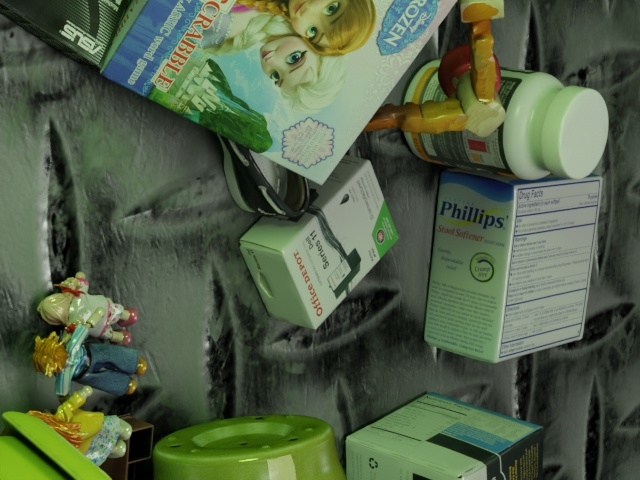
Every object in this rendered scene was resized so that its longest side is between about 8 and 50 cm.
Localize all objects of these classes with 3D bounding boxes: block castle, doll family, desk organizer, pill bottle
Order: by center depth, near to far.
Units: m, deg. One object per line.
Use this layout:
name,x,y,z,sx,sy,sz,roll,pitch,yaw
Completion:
doll family,-0.287,0.174,1.760,0.163,0.118,0.263,19,86,-51
block castle,0.080,-0.354,1.878,0.213,0.302,0.453,-96,-179,-60
desk organizer,-0.249,0.293,1.895,0.047,0.050,0.130,-7,106,-49
pill bottle,0.271,-0.176,2.196,0.162,0.278,0.162,-18,115,-45

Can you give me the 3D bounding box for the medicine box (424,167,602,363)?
medicine box,0.314,0.028,2.410,0.263,0.149,0.289,-8,106,-49

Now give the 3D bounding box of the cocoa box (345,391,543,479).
cocoa box,0.196,0.451,2.331,0.228,0.231,0.347,-21,117,-46

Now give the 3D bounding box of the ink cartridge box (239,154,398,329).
ink cartridge box,0.000,0.000,2.076,0.208,0.086,0.153,-47,132,-30

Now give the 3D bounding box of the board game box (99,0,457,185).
board game box,-0.044,-0.260,1.744,0.318,0.066,0.319,25,116,-24

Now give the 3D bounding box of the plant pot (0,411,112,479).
plant pot,-0.329,0.334,1.610,0.207,0.227,0.228,-31,128,-29

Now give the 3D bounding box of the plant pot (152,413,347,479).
plant pot,-0.081,0.420,1.936,0.366,0.366,0.353,-12,98,-48

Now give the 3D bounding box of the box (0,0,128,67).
box,-0.287,-0.317,1.672,0.190,0.045,0.184,33,73,-48

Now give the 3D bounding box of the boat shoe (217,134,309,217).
boat shoe,-0.088,-0.159,1.919,0.114,0.091,0.303,-50,134,-29
